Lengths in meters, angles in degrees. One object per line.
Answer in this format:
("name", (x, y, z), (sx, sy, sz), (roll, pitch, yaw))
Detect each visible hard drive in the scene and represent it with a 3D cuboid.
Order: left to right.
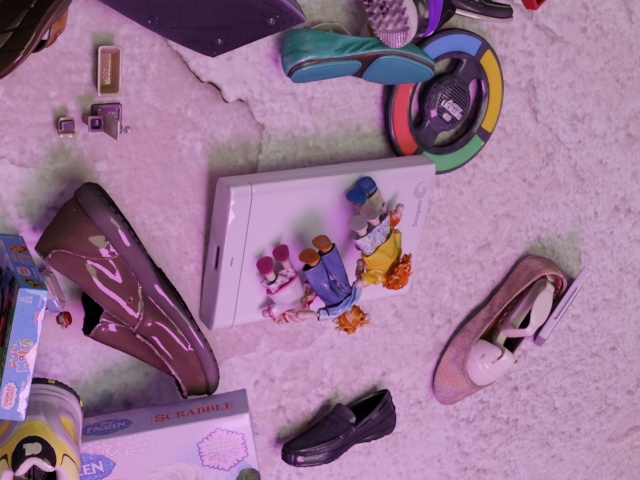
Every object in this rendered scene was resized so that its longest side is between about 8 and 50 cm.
("hard drive", (-0.149, -0.305, 1.379), (0.255, 0.172, 0.054), (20, 59, -55))
("hard drive", (0.000, 0.000, 1.677), (0.353, 0.047, 0.233), (-9, 123, -33))

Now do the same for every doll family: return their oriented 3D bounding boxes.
("doll family", (0.042, 0.049, 1.622), (0.263, 0.118, 0.163), (-37, 134, -10))

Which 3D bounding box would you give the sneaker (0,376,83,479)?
("sneaker", (-0.373, 0.366, 1.445), (0.145, 0.147, 0.384), (0, 117, -6))

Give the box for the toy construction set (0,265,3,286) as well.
("toy construction set", (-0.511, 0.113, 1.236), (0.237, 0.309, 0.257), (24, 116, -10))

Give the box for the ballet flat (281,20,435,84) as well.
("ballet flat", (0.054, -0.270, 1.603), (0.247, 0.083, 0.087), (-4, 72, -30))

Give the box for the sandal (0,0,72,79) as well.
("sandal", (-0.334, -0.268, 1.343), (0.219, 0.090, 0.060), (-57, 152, -12))

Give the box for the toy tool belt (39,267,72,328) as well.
("toy tool belt", (-0.361, 0.079, 1.478), (0.051, 0.052, 0.083), (-13, 118, 9))

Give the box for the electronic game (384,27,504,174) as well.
("electronic game", (0.193, -0.212, 1.751), (0.229, 0.048, 0.229), (-14, 117, -31))

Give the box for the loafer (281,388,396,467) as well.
("loafer", (0.029, 0.299, 1.827), (0.223, 0.076, 0.078), (-17, 113, -35))

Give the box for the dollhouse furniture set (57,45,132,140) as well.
("dollhouse furniture set", (-0.271, -0.180, 1.408), (0.091, 0.081, 0.114), (-8, 112, -33))

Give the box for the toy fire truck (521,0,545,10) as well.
("toy fire truck", (0.249, -0.427, 1.648), (0.047, 0.135, 0.192), (-48, 128, -11))

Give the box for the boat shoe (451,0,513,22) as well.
("boat shoe", (0.209, -0.366, 1.684), (0.206, 0.075, 0.064), (4, 106, -31))

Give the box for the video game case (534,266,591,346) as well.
("video game case", (0.427, 0.120, 2.014), (0.143, 0.019, 0.157), (-55, 168, -5))

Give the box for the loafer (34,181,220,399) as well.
("loafer", (-0.258, 0.086, 1.513), (0.130, 0.134, 0.366), (-33, 123, -5))

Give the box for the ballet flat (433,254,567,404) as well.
("ballet flat", (0.311, 0.159, 1.947), (0.107, 0.106, 0.316), (38, 84, -31))

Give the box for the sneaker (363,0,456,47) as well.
("sneaker", (0.119, -0.423, 1.563), (0.146, 0.102, 0.293), (-21, 107, -31))

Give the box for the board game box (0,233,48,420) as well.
("board game box", (-0.372, 0.098, 1.364), (0.039, 0.211, 0.160), (8, 104, -24))

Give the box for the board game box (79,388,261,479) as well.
("board game box", (-0.234, 0.381, 1.592), (0.319, 0.066, 0.317), (-11, 116, -4))
